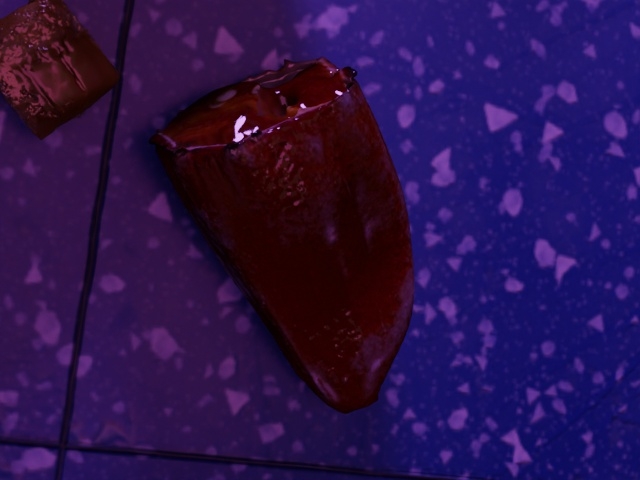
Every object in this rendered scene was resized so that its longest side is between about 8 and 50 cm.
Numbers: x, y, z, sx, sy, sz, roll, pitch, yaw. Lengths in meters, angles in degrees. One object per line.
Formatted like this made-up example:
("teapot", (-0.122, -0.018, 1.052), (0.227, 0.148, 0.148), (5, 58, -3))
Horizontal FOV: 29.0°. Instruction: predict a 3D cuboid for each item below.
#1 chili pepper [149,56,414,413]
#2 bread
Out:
("chili pepper", (0.000, 0.000, 0.870), (0.252, 0.136, 0.144), (65, 32, -21))
("bread", (-0.181, -0.116, 0.811), (0.070, 0.077, 0.083), (-39, 103, -7))
